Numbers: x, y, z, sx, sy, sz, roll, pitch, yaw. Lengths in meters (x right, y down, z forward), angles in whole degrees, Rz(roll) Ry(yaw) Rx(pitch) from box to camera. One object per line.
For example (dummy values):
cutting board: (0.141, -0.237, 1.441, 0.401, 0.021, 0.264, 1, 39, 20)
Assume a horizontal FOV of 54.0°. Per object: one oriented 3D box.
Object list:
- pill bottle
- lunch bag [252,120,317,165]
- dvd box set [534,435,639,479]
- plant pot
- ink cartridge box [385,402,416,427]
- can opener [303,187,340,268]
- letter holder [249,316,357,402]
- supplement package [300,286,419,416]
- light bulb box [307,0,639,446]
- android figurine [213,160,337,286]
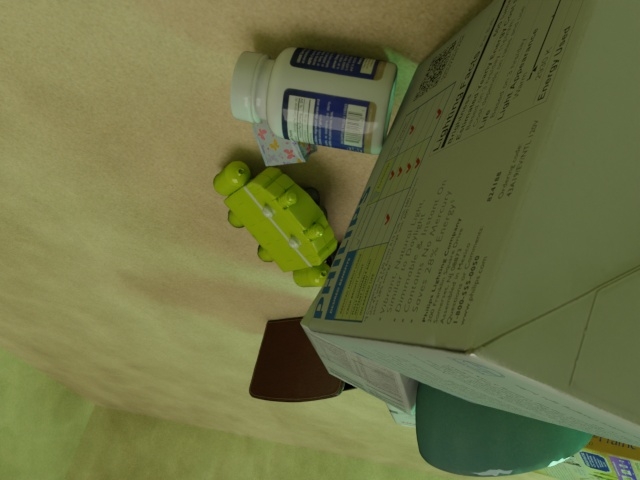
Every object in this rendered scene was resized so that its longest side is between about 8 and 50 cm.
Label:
pill bottle: (-0.007, -0.173, 0.761, 0.187, 0.111, 0.112, 12, 152, 7)
lunch bag: (-0.051, -0.152, 0.881, 0.071, 0.053, 0.083, -4, 121, 31)
dvd box set: (0.623, 0.520, 1.517, 0.421, 0.062, 0.307, 3, 145, 38)
plant pot: (0.287, 0.236, 1.062, 0.291, 0.195, 0.290, -14, -176, 1)
ink cartridge box: (0.287, 0.404, 1.653, 0.211, 0.121, 0.289, 5, 150, 18)
can opener: (0.000, 0.000, 1.135, 0.093, 0.074, 0.280, -22, 151, -6)
letter holder: (-0.004, 0.310, 1.524, 0.302, 0.214, 0.152, -13, 141, 40)
supplement package: (0.119, 0.165, 1.175, 0.198, 0.199, 0.262, 22, 157, 25)
light bulb box: (0.193, -0.030, 0.571, 0.225, 0.357, 0.361, 26, 168, -11)
android figurine: (-0.070, -0.026, 1.016, 0.248, 0.056, 0.273, 51, 158, -12)
